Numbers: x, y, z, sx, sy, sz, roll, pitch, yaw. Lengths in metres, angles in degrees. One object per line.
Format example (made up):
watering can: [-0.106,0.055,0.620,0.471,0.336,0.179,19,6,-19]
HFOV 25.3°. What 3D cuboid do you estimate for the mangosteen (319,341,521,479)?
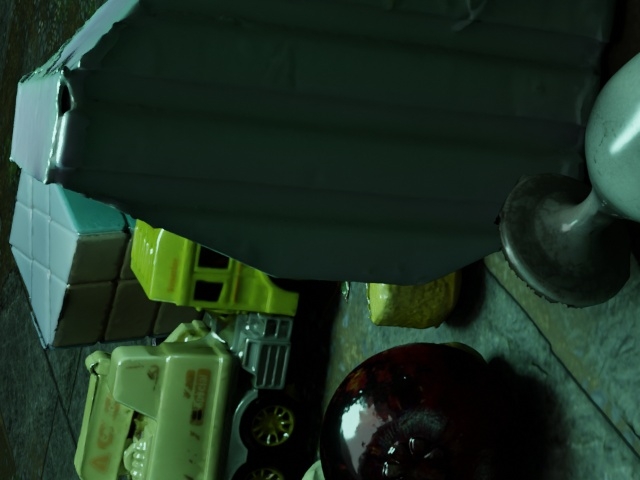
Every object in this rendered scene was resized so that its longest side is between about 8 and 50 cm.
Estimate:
mangosteen: [0.087,0.168,1.246,0.200,0.200,0.200,-177,90,-66]

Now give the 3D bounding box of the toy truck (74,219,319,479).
toy truck: [-0.134,0.124,1.619,0.180,0.254,0.405,-141,59,-65]

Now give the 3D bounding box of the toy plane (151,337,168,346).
toy plane: [-0.243,0.186,2.097,0.078,0.053,0.197,6,94,57]

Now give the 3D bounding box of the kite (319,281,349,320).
kite: [0.000,0.000,1.630,0.244,0.006,0.198,118,145,-43]

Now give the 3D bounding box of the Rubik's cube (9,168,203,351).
Rubik's cube: [-0.283,-0.010,1.953,0.231,0.224,0.221,61,143,37]

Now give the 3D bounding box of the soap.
soap: [-0.003,-0.108,1.121,0.156,0.446,0.261,-145,60,-61]

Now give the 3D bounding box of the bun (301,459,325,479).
bun: [0.043,0.325,1.325,0.244,0.153,0.244,-177,90,-78]

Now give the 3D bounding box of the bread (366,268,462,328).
bread: [0.080,-0.032,1.360,0.102,0.094,0.245,122,145,-62]

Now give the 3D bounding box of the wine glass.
wine glass: [0.228,-0.052,0.993,0.241,0.126,0.126,128,138,-56]
